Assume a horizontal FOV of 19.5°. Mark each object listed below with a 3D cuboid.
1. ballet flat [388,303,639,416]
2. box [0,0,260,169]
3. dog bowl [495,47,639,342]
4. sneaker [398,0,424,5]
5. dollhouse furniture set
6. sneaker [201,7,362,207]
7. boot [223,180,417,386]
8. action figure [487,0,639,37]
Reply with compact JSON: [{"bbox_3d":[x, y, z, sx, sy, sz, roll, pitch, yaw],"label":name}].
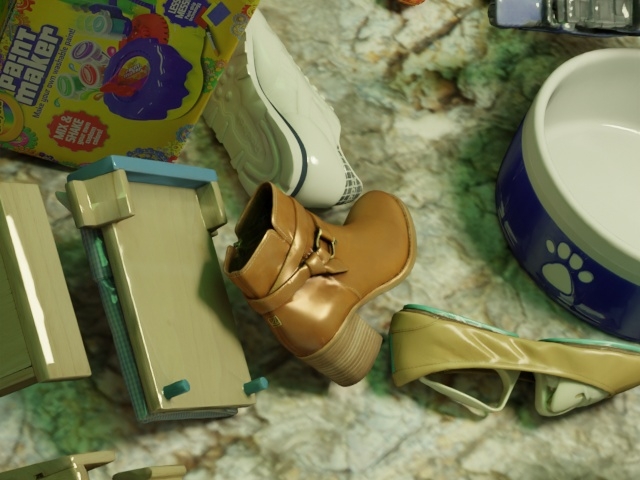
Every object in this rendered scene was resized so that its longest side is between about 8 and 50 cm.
[{"bbox_3d":[0.163,0.108,1.513,0.232,0.080,0.073,11,77,-10],"label":"ballet flat"},{"bbox_3d":[-0.155,-0.250,1.512,0.177,0.290,0.279,16,50,-16],"label":"box"},{"bbox_3d":[0.292,-0.041,1.649,0.264,0.104,0.265,11,50,-13],"label":"dog bowl"},{"bbox_3d":[0.092,-0.297,1.808,0.064,0.067,0.175,17,50,-10],"label":"sneaker"},{"bbox_3d":[-0.183,0.105,1.374,0.303,0.198,0.286,2,69,-59],"label":"dollhouse furniture set"},{"bbox_3d":[-0.043,-0.122,1.612,0.094,0.090,0.235,3,53,-37],"label":"sneaker"},{"bbox_3d":[0.000,0.000,1.476,0.152,0.073,0.197,44,40,-31],"label":"boot"},{"bbox_3d":[0.268,-0.270,1.709,0.341,0.179,0.330,-2,12,-36],"label":"action figure"}]
